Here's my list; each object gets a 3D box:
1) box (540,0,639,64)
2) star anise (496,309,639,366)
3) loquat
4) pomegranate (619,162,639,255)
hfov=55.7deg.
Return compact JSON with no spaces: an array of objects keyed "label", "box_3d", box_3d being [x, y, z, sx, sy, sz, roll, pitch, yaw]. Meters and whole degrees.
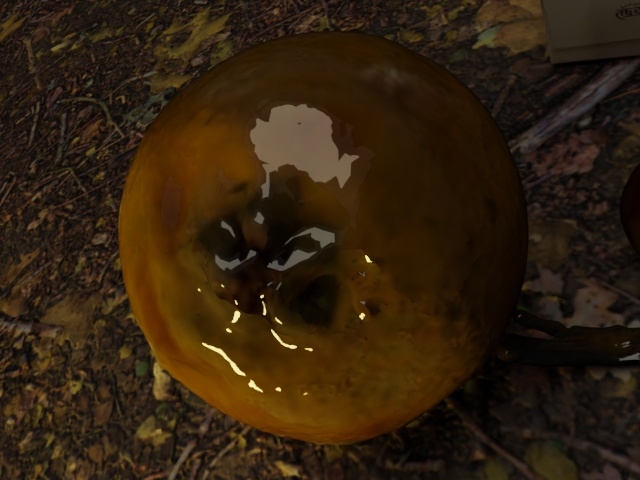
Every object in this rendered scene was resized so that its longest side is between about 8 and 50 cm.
[{"label":"box","box_3d":[0.363,-0.329,0.664,0.194,0.111,0.260,2,56,30]},{"label":"star anise","box_3d":[0.285,0.064,0.382,0.346,0.237,0.148,-12,19,34]},{"label":"loquat","box_3d":[0.000,0.000,0.487,0.328,0.328,0.328,-15,51,20]},{"label":"pomegranate","box_3d":[0.310,-0.015,0.460,0.129,0.129,0.159,-33,56,5]}]
